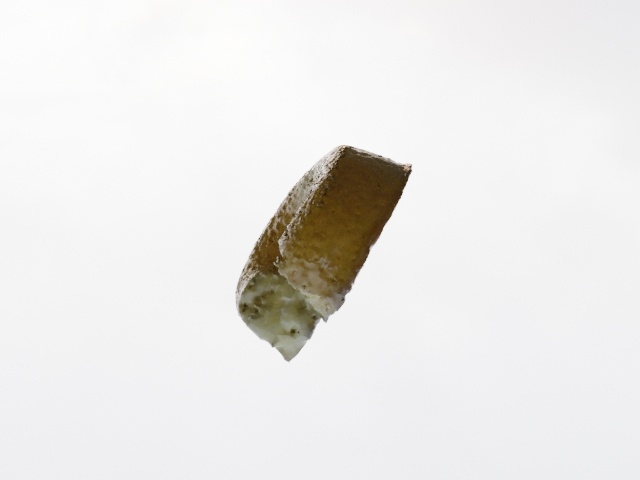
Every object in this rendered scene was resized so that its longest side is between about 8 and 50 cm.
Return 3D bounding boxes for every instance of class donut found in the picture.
[{"bbox_3d":[0.000,0.000,0.830,0.043,0.108,0.097,32,-129,-7],"label":"donut"}]
